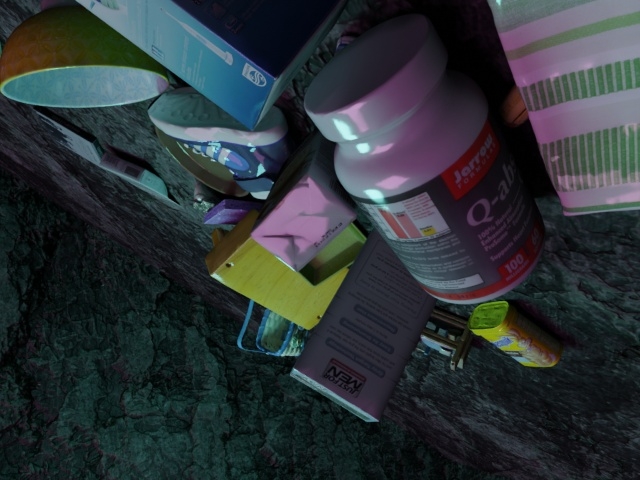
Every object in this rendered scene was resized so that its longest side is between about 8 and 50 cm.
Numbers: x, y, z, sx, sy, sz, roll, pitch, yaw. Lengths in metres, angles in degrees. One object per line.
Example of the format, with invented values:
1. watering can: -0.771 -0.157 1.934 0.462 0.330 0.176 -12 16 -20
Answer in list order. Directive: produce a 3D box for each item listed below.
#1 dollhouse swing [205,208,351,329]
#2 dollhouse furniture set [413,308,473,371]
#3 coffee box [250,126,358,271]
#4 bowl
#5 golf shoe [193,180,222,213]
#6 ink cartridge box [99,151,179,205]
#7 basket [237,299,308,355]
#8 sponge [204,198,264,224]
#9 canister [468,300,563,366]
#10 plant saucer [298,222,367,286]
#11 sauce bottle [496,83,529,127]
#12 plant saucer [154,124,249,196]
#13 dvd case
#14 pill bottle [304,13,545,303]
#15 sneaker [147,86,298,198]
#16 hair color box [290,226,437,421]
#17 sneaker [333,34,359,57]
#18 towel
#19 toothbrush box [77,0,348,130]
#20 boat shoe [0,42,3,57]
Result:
1. dollhouse swing: -0.115 0.032 1.382 0.347 0.305 0.315 34 117 -29
2. dollhouse furniture set: 0.329 0.286 1.309 0.129 0.129 0.184 20 155 27
3. coffee box: -0.011 -0.086 0.778 0.098 0.246 0.141 39 119 -16
4. bowl: -0.441 -0.357 0.894 0.289 0.289 0.156 -2 97 54
5. golf shoe: -0.320 -0.127 1.399 0.069 0.086 0.176 -9 174 1
6. ink cartridge box: -0.594 -0.203 1.621 0.189 0.066 0.232 22 177 22
7. basket: -0.177 0.328 1.909 0.289 0.255 0.201 24 167 -35
8. sponge: -0.245 -0.075 1.357 0.117 0.031 0.210 4 169 -28
9. canister: 0.442 0.215 1.092 0.170 0.073 0.126 34 158 -10
10. plant saucer: 0.000 0.000 1.145 0.188 0.188 0.045 46 -162 -31
11. sauce bottle: 0.251 -0.181 0.555 0.042 0.042 0.128 32 156 0
12. plant saucer: -0.279 -0.212 1.179 0.277 0.041 0.278 27 158 12
13. dvd case: -0.844 -0.347 1.644 0.238 0.030 0.179 30 158 4
14. pill bottle: 0.148 -0.092 0.652 0.210 0.210 0.363 6 146 47
15. sneaker: -0.187 -0.177 1.004 0.322 0.130 0.236 15 147 21
16. hair color box: 0.112 0.152 0.986 0.185 0.374 0.113 30 158 4
17. sneaker: 0.035 -0.208 0.728 0.071 0.083 0.191 21 157 20
18. towel: 0.332 -0.145 0.475 0.247 0.038 0.325 -4 140 39
19. toothbrush box: -0.129 -0.311 0.548 0.295 0.216 0.126 35 157 -10
20. boat shoe: -0.936 -0.526 1.298 0.109 0.098 0.302 31 158 3
